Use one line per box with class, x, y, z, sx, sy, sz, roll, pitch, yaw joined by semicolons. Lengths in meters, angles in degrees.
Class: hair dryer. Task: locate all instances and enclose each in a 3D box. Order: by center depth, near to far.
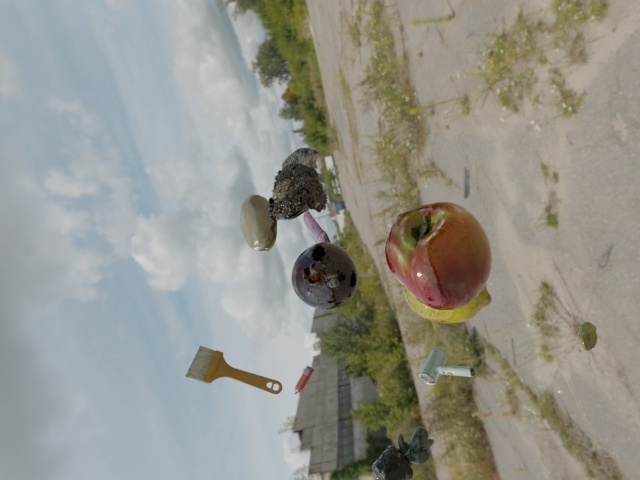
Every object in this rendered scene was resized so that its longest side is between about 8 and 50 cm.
hair dryer;0.491;0.481;1.583;0.073;0.131;0.236;47;149;-12

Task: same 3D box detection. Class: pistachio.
pistachio;-0.302;-0.086;1.971;0.166;0.197;0.288;30;-131;-61

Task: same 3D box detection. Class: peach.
peach;0.299;0.055;1.032;0.274;0.248;0.246;42;-140;-35

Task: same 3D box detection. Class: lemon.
lemon;0.431;0.158;1.440;0.257;0.310;0.258;-23;-59;-43

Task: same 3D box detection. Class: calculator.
calculator;-0.001;0.001;1.779;0.194;0.043;0.294;51;171;29

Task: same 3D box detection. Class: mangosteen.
mangosteen;0.005;0.119;1.401;0.261;0.235;0.236;31;-136;-70

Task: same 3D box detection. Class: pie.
pie;0.782;0.280;1.218;0.020;0.084;0.085;-4;101;61

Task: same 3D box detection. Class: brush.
brush;-0.239;0.386;1.196;0.013;0.272;0.103;108;180;-47

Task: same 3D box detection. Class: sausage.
sausage;-0.083;0.685;2.029;0.048;0.145;0.050;23;170;48

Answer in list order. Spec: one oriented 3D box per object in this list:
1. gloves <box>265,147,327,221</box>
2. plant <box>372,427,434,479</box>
gloves;-0.077;-0.169;1.364;0.135;0.210;0.313;53;-141;-37
plant;0.343;0.885;1.699;0.149;0.274;0.147;43;158;30
